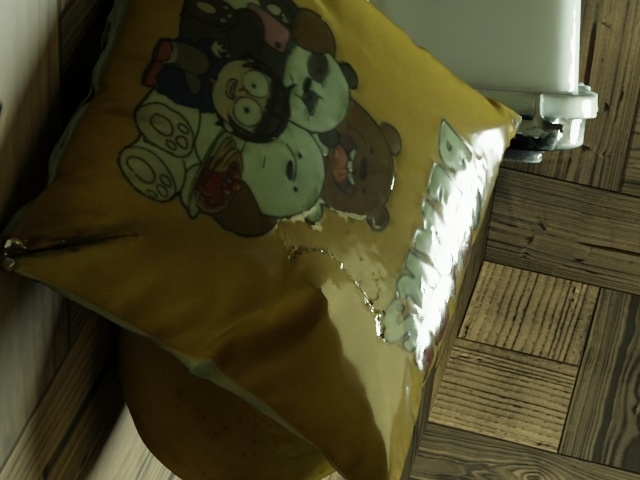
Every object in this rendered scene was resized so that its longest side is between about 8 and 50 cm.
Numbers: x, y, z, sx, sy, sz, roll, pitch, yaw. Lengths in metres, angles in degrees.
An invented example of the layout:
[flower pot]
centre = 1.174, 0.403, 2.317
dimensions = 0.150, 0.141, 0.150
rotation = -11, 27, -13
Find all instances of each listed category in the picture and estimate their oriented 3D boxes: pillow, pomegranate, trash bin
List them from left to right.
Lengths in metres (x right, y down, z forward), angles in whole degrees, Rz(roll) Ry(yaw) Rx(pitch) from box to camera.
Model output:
[pomegranate]
centre = -0.029, 0.065, 1.332
dimensions = 0.233, 0.233, 0.233
rotation = 13, 90, -80
[pillow]
centre = -0.021, -0.036, 1.157
dimensions = 0.119, 0.312, 0.310
rotation = -22, -139, 46
[trash bin]
centre = 0.144, -0.264, 1.787
dimensions = 0.296, 0.256, 0.367
rotation = -59, 154, -79
